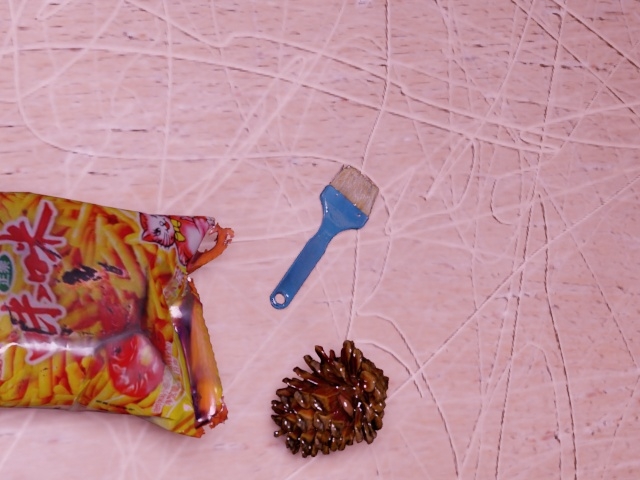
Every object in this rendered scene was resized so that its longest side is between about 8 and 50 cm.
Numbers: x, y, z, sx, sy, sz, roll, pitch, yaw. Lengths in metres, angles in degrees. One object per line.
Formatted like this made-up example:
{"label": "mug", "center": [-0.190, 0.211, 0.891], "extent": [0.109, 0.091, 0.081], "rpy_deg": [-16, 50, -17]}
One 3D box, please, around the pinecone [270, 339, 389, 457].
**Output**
{"label": "pinecone", "center": [0.010, 0.147, 1.624], "extent": [0.102, 0.102, 0.109], "rpy_deg": [46, 80, -7]}

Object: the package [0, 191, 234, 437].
{"label": "package", "center": [-0.213, 0.059, 1.533], "extent": [0.288, 0.108, 0.223], "rpy_deg": [9, 60, -17]}

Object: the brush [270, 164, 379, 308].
{"label": "brush", "center": [0.000, 0.000, 1.708], "extent": [0.051, 0.014, 0.164], "rpy_deg": [40, 63, -9]}
